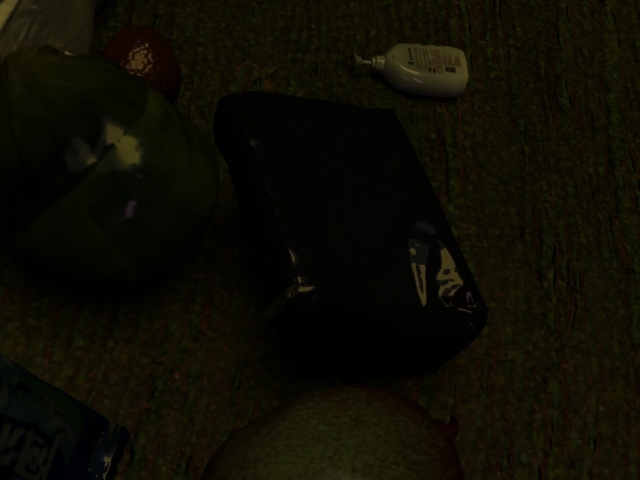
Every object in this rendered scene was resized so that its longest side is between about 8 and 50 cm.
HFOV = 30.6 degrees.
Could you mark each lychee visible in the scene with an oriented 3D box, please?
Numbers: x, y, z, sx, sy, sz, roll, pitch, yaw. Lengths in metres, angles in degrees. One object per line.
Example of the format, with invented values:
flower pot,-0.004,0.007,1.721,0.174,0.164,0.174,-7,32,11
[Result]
lychee,-0.221,-0.181,1.365,0.101,0.140,0.114,32,13,14

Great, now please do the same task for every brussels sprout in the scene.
brussels sprout,-0.240,-0.080,1.197,0.219,0.210,0.271,-41,62,11

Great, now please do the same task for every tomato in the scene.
tomato,0.009,0.273,0.991,0.239,0.303,0.304,-2,53,2

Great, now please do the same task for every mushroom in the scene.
mushroom,-0.311,-0.285,1.407,0.159,0.122,0.329,29,48,-8

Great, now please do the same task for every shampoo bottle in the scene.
shampoo bottle,0.114,-0.225,1.523,0.151,0.045,0.077,4,55,-16

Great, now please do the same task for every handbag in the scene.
handbag,-0.001,0.002,1.237,0.275,0.178,0.302,1,54,-34

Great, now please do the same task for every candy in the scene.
candy,-0.303,0.166,1.001,0.331,0.077,0.187,46,42,-35
